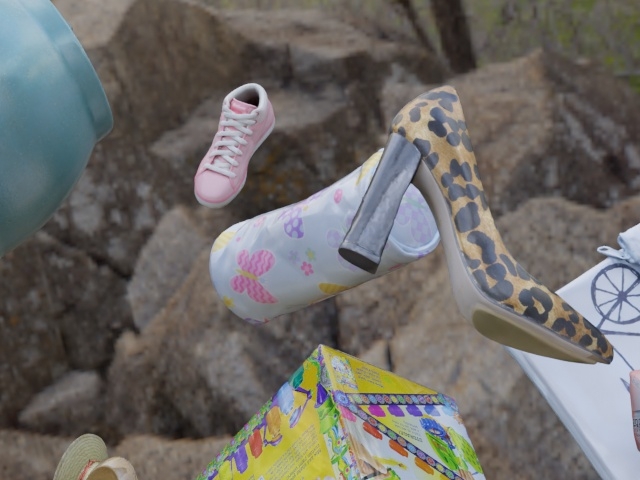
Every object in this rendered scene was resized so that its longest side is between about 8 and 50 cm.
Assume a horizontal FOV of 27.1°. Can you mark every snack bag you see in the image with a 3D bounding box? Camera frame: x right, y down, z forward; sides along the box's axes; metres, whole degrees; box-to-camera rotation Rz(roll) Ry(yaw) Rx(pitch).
[{"bbox_3d":[0.385,0.119,1.293,0.343,0.037,0.323,-31,71,-8],"label":"snack bag"}]

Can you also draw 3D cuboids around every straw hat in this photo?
[{"bbox_3d":[-0.312,0.342,1.863,0.061,0.144,0.144,12,34,21],"label":"straw hat"}]

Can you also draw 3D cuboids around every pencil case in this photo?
[{"bbox_3d":[0.000,0.000,1.446,0.273,0.124,0.113,-26,-10,40],"label":"pencil case"}]

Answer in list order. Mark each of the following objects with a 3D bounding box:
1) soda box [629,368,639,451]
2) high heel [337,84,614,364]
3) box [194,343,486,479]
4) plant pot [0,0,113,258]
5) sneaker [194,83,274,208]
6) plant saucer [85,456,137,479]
[{"bbox_3d":[0.290,0.098,0.830,0.183,0.058,0.063,-13,17,-8],"label":"soda box"},{"bbox_3d":[0.164,-0.015,1.152,0.261,0.093,0.186,27,72,-5],"label":"high heel"},{"bbox_3d":[0.009,0.309,1.222,0.177,0.290,0.279,25,30,-31],"label":"box"},{"bbox_3d":[-0.334,-0.138,1.340,0.196,0.293,0.293,-31,36,-16],"label":"plant pot"},{"bbox_3d":[-0.089,-0.101,1.331,0.051,0.070,0.134,22,63,15],"label":"sneaker"},{"bbox_3d":[-0.225,0.266,1.393,0.083,0.083,0.015,26,0,44],"label":"plant saucer"}]
